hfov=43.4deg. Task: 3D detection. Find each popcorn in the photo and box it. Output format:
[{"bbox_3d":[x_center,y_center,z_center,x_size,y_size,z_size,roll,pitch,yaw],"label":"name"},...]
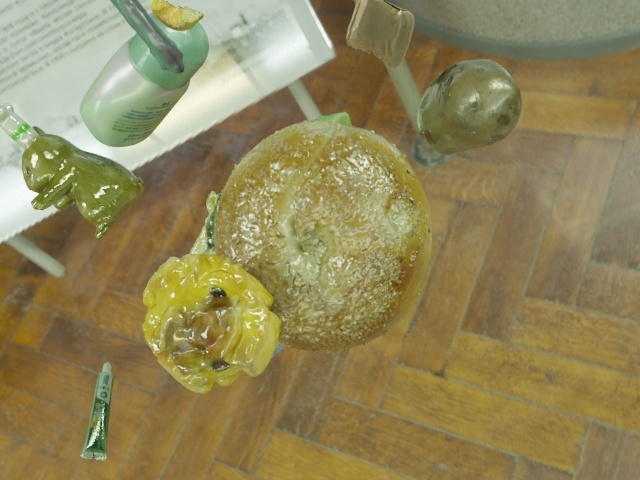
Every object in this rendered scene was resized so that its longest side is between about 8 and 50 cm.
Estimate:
[{"bbox_3d":[-0.127,0.094,0.917,0.148,0.167,0.152,-54,14,-1],"label":"popcorn"}]

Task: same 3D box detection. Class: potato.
[{"bbox_3d":[0.272,-0.245,1.469,0.164,0.262,0.165,3,81,-19],"label":"potato"}]

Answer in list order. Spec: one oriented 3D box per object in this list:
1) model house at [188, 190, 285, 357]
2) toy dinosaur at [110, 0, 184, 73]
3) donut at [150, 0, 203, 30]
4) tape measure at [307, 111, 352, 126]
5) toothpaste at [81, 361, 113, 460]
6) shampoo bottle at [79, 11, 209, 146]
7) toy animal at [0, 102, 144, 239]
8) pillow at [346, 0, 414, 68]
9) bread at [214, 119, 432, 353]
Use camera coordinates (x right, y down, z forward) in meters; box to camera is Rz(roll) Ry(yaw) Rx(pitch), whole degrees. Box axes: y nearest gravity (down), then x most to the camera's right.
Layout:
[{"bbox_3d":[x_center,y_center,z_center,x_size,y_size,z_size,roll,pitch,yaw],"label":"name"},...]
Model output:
[{"bbox_3d":[-0.139,0.094,1.543,0.321,0.261,0.266,32,98,-7],"label":"model house"},{"bbox_3d":[-0.251,-0.320,0.732,0.129,0.383,0.331,-38,90,-1],"label":"toy dinosaur"},{"bbox_3d":[-0.259,-0.401,1.422,0.067,0.083,0.038,-14,46,48],"label":"donut"},{"bbox_3d":[0.003,-0.103,1.245,0.087,0.154,0.178,-9,98,29],"label":"tape measure"},{"bbox_3d":[-0.436,0.335,1.592,0.049,0.031,0.204,13,52,-19],"label":"toothpaste"},{"bbox_3d":[-0.367,-0.351,1.714,0.349,0.221,0.151,-37,81,41],"label":"shampoo bottle"},{"bbox_3d":[-0.592,-0.147,1.817,0.362,0.181,0.180,28,84,-4],"label":"toy animal"},{"bbox_3d":[0.135,-0.466,1.772,0.034,0.211,0.135,20,94,40],"label":"pillow"},{"bbox_3d":[0.000,0.000,1.028,0.305,0.159,0.306,1,101,6],"label":"bread"}]
